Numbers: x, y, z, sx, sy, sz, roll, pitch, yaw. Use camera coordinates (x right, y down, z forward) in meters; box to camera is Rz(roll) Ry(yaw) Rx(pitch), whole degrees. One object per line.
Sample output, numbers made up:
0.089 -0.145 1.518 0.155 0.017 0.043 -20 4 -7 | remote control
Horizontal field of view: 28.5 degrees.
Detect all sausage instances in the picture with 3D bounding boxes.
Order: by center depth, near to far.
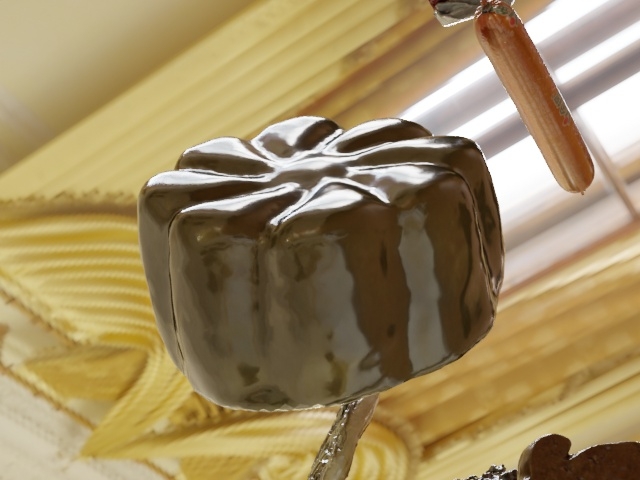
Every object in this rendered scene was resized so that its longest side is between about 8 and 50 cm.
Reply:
0.251 -0.157 1.444 0.348 0.053 0.053 50 -162 -45 | sausage

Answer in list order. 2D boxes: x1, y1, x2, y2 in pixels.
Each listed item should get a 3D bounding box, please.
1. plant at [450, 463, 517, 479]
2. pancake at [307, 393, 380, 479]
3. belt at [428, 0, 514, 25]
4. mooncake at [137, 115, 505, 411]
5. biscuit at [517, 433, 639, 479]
0.297 0.490 2.143 0.234 0.204 0.178 -143 37 -69 | plant
0.023 0.325 1.910 0.049 0.282 0.282 26 -160 -1 | pancake
0.190 -0.453 1.776 0.227 0.115 0.324 21 -124 -64 | belt
0.000 0.000 1.293 0.378 0.378 0.200 -82 -18 -65 | mooncake
0.380 0.422 1.783 0.314 0.367 0.063 58 155 24 | biscuit
